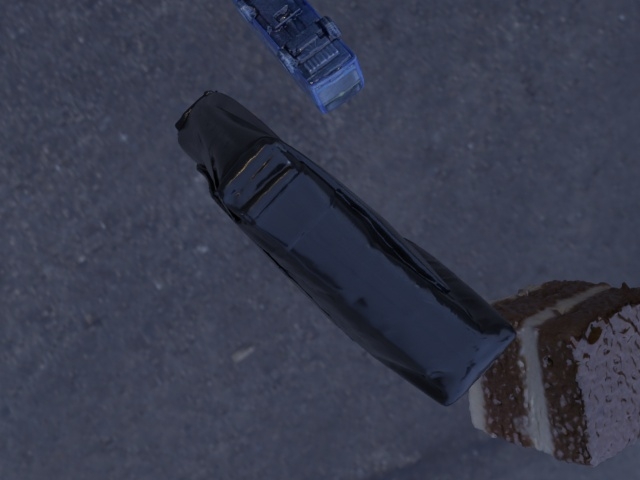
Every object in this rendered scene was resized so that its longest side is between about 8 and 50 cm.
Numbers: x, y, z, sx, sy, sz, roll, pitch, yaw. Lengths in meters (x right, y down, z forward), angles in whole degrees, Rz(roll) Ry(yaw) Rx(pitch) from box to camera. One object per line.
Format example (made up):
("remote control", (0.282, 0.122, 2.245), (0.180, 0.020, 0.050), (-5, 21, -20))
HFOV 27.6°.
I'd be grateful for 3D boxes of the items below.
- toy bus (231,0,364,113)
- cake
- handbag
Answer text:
("toy bus", (-0.030, -0.254, 1.592), (0.079, 0.236, 0.094), (-38, 146, 1))
("cake", (0.212, 0.111, 1.143), (0.135, 0.147, 0.134), (-19, 102, -40))
("handbag", (0.000, 0.000, 0.873), (0.223, 0.247, 0.080), (38, 92, -19))
